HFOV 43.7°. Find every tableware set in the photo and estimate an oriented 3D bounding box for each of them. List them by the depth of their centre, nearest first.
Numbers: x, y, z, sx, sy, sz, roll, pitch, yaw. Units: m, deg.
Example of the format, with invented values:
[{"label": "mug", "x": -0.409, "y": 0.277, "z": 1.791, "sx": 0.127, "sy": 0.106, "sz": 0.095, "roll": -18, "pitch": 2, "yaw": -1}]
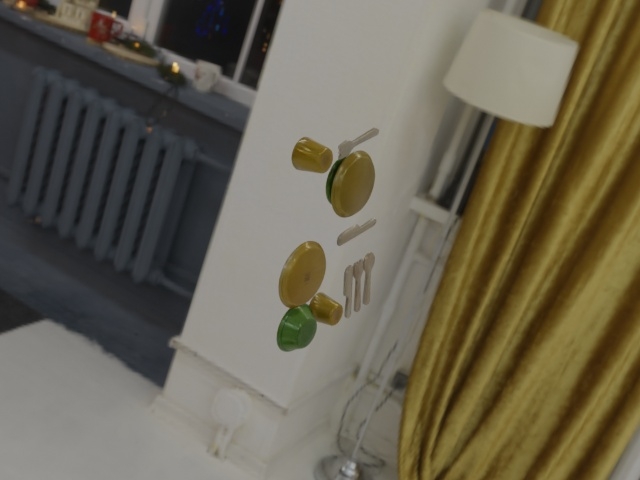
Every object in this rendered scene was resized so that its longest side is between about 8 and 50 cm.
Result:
[{"label": "tableware set", "x": 0.000, "y": 0.000, "z": 0.553, "sx": 0.024, "sy": 0.154, "sz": 0.104, "roll": 22, "pitch": 36, "yaw": 33}]
